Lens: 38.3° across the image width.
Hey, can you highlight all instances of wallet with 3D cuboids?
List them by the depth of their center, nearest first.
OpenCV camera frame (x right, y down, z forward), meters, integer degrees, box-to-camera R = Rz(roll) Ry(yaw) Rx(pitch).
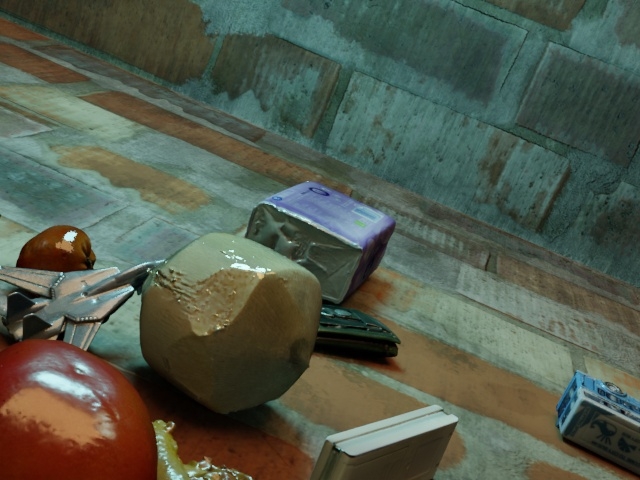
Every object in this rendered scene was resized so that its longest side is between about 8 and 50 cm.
[{"bbox_3d":[0.014,0.153,1.683,0.236,0.055,0.160,13,12,-26],"label":"wallet"}]

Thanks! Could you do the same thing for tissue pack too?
[{"bbox_3d":[0.000,0.000,1.958,0.242,0.160,0.338,24,17,11],"label":"tissue pack"}]

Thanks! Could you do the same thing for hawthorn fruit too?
[{"bbox_3d":[-0.399,0.045,1.389,0.125,0.140,0.125,54,-3,4],"label":"hawthorn fruit"}]

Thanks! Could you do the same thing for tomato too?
[{"bbox_3d":[-0.270,0.205,0.911,0.259,0.180,0.260,23,15,-6],"label":"tomato"}]

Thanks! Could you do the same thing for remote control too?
[{"bbox_3d":[0.084,0.290,1.229,0.055,0.103,0.277,31,18,32],"label":"remote control"}]

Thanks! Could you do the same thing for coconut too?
[{"bbox_3d":[-0.119,0.119,1.285,0.247,0.245,0.245,25,14,40],"label":"coconut"}]

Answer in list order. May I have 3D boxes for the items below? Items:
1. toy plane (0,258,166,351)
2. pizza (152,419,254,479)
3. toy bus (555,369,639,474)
[{"bbox_3d":[-0.321,0.084,1.313,0.267,0.088,0.212,-20,56,-42],"label":"toy plane"},{"bbox_3d":[-0.088,0.308,0.992,0.182,0.074,0.365,15,15,-43],"label":"pizza"},{"bbox_3d":[0.580,0.356,1.671,0.297,0.106,0.131,26,20,8],"label":"toy bus"}]
